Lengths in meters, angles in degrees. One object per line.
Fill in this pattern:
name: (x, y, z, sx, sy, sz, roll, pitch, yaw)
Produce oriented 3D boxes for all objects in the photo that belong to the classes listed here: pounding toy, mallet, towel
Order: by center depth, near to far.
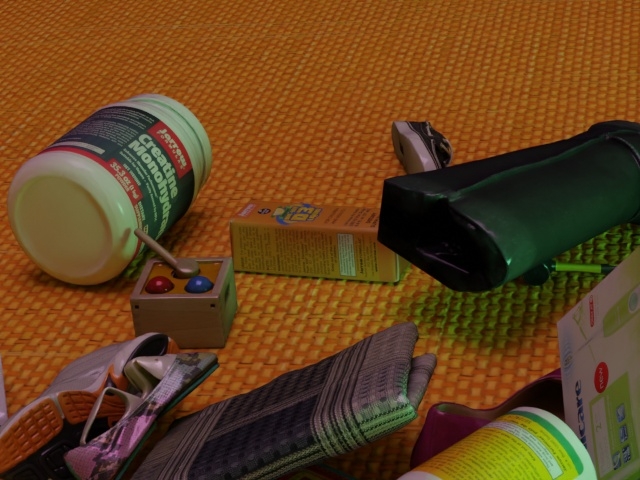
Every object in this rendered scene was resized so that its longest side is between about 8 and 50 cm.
towel: (-0.036, 0.187, 1.623, 0.312, 0.056, 0.324, -24, 7, 9)
pounding toy: (-0.177, 0.057, 2.019, 0.130, 0.100, 0.141, -1, 26, 8)
mallet: (0.347, 0.031, 2.055, 0.190, 0.039, 0.062, 0, 23, 1)

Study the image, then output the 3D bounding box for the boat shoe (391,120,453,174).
boat shoe: (0.156, -0.132, 2.375, 0.070, 0.077, 0.219, -9, 24, -5)

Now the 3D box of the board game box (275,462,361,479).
board game box: (-0.016, 0.334, 1.428, 0.308, 0.086, 0.302, 18, 34, 40)

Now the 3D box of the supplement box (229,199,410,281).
supplement box: (0.000, 0.000, 2.132, 0.233, 0.080, 0.078, 2, 24, 20)

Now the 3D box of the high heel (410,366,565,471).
high heel: (0.212, 0.167, 1.620, 0.127, 0.181, 0.377, 9, 29, 27)

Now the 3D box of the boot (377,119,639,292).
boot: (0.342, -0.038, 1.979, 0.445, 0.146, 0.367, -13, 19, -43)

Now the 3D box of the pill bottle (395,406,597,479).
pill bottle: (0.127, 0.233, 1.375, 0.208, 0.117, 0.118, -26, 32, -35)

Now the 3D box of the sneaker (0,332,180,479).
sneaker: (-0.275, 0.191, 1.797, 0.121, 0.099, 0.262, -6, 19, 46)

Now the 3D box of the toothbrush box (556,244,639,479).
toothbrush box: (0.336, 0.118, 1.494, 0.122, 0.283, 0.206, 7, 62, -15)

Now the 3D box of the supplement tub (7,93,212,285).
supplement tub: (-0.281, -0.075, 2.211, 0.191, 0.191, 0.272, 6, 28, 23)

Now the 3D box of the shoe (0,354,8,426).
shoe: (-0.402, 0.177, 1.856, 0.081, 0.063, 0.178, -6, 29, -12)

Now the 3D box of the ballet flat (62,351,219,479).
ballet flat: (-0.196, 0.177, 1.748, 0.221, 0.079, 0.077, -49, 3, -35)
